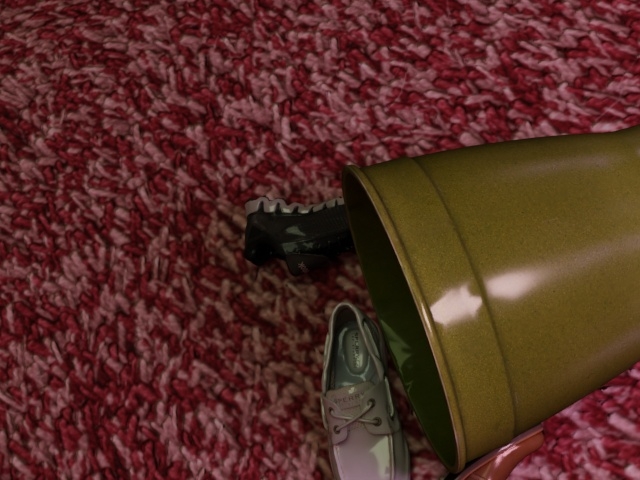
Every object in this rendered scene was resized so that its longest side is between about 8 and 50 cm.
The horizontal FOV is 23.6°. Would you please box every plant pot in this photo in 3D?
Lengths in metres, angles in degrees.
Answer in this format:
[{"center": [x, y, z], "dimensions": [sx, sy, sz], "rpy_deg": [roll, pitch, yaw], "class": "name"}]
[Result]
[{"center": [0.251, 0.034, 1.742], "dimensions": [0.353, 0.366, 0.366], "rpy_deg": [-19, 55, -6], "class": "plant pot"}]

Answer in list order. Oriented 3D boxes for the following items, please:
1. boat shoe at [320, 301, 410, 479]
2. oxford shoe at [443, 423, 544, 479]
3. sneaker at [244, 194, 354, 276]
[{"center": [0.041, 0.202, 1.840], "dimensions": [0.098, 0.096, 0.277], "rpy_deg": [-16, 57, 10], "class": "boat shoe"}, {"center": [0.183, 0.290, 1.767], "dimensions": [0.212, 0.076, 0.076], "rpy_deg": [-37, 85, -6], "class": "oxford shoe"}, {"center": [0.000, 0.000, 1.991], "dimensions": [0.234, 0.078, 0.106], "rpy_deg": [1, 64, 25], "class": "sneaker"}]
